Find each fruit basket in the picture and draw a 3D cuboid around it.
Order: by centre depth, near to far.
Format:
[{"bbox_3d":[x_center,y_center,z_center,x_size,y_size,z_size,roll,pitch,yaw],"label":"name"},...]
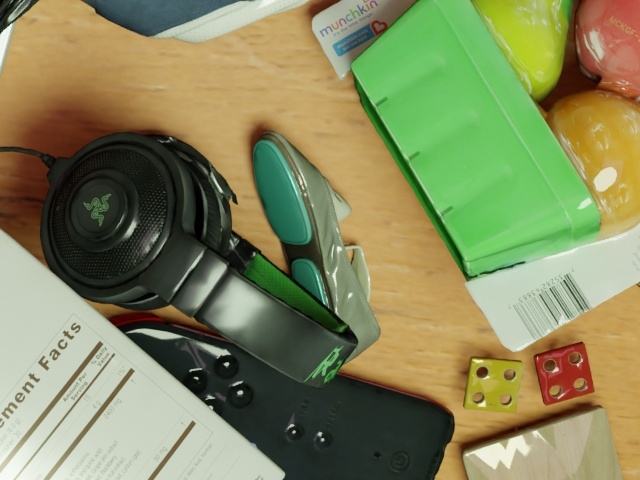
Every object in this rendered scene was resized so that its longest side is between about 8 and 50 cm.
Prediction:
[{"bbox_3d":[0.219,-0.129,1.598,0.353,0.165,0.327,-29,75,-8],"label":"fruit basket"}]

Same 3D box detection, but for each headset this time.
[{"bbox_3d":[-0.127,-0.040,1.561,0.394,0.243,0.185,35,94,1],"label":"headset"}]

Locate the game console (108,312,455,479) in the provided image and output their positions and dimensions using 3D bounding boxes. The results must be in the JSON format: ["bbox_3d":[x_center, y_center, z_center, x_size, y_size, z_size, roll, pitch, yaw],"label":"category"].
[{"bbox_3d":[-0.097,0.274,1.726,0.342,0.060,0.387,18,100,-13],"label":"game console"}]

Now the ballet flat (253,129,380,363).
[{"bbox_3d":[0.000,0.000,1.681,0.068,0.072,0.213,-26,109,-31],"label":"ballet flat"}]

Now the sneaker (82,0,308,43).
[{"bbox_3d":[-0.060,-0.283,1.523,0.236,0.130,0.323,20,125,-43],"label":"sneaker"}]

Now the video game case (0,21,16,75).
[{"bbox_3d":[-0.321,-0.245,1.580,0.193,0.023,0.212,15,100,-13],"label":"video game case"}]

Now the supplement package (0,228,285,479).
[{"bbox_3d":[-0.210,0.154,1.519,0.293,0.177,0.175,42,71,-11],"label":"supplement package"}]

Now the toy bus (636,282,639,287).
[{"bbox_3d":[0.376,-0.013,1.706,0.220,0.149,0.211,-47,122,6],"label":"toy bus"}]

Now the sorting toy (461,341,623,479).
[{"bbox_3d":[0.196,0.212,1.767,0.132,0.046,0.275,-18,106,-5],"label":"sorting toy"}]
